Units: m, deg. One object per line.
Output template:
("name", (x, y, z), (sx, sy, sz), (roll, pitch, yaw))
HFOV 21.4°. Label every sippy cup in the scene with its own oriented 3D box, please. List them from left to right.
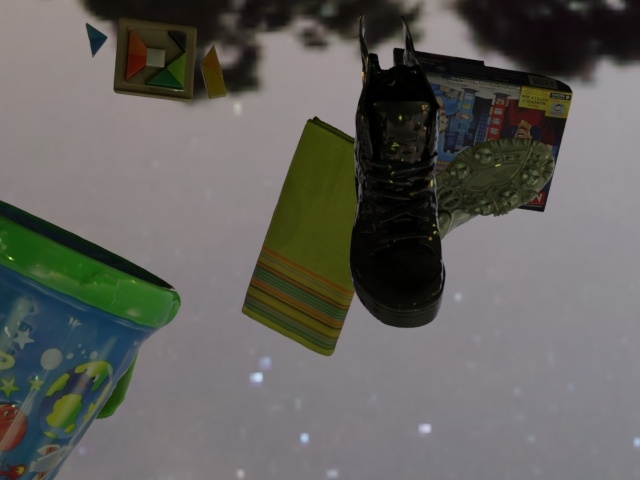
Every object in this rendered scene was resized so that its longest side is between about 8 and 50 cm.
("sippy cup", (-0.267, 0.094, 1.419), (0.305, 0.224, 0.240), (25, -179, -28))

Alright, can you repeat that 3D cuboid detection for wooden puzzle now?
("wooden puzzle", (-0.138, -0.154, 1.432), (0.116, 0.078, 0.014), (-1, 163, -16))

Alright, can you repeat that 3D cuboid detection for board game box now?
("board game box", (0.158, -0.098, 1.857), (0.194, 0.194, 0.060), (9, -152, -5))

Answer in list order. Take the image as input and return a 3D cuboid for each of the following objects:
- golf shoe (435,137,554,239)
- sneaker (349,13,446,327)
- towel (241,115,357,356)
("golf shoe", (0.138, -0.051, 1.532), (0.176, 0.069, 0.086), (-25, -174, 30))
("sneaker", (0.040, -0.040, 0.922), (0.051, 0.089, 0.170), (-1, -137, -2))
("towel", (0.000, 0.000, 1.612), (0.102, 0.237, 0.021), (27, -145, 11))
